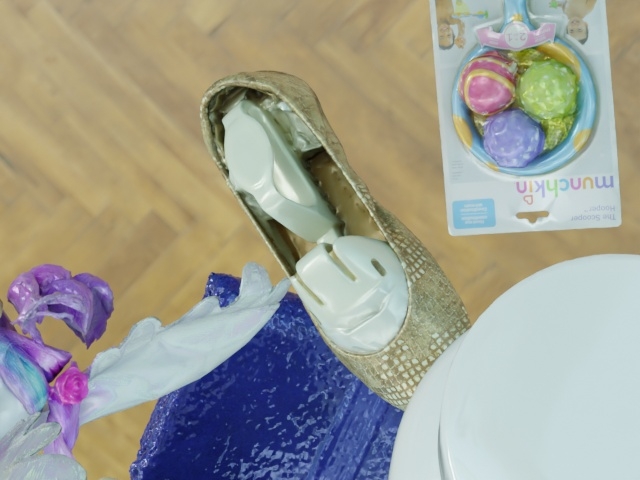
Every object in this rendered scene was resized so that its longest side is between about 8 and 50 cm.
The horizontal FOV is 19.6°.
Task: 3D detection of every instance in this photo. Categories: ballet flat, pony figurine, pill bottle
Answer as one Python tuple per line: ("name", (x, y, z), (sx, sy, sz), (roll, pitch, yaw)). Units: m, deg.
("ballet flat", (0.000, 0.000, 0.875), (0.073, 0.067, 0.206), (-46, 62, 20))
("pony figurine", (-0.225, 0.111, 1.295), (0.363, 0.303, 0.351), (48, 140, 7))
("pill bottle", (0.083, 0.087, 0.554), (0.124, 0.124, 0.221), (26, 163, 13))

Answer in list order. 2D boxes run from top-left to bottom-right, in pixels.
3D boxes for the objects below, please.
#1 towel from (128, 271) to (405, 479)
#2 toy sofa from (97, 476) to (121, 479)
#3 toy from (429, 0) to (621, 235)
("towel", (-0.004, 0.165, 1.717), (0.308, 0.076, 0.227), (19, 104, -22))
("toy sofa", (-0.077, 0.317, 1.547), (0.363, 0.150, 0.177), (1, 111, 26))
("toy", (0.147, -0.123, 1.397), (0.137, 0.056, 0.237), (-3, 92, 20))
